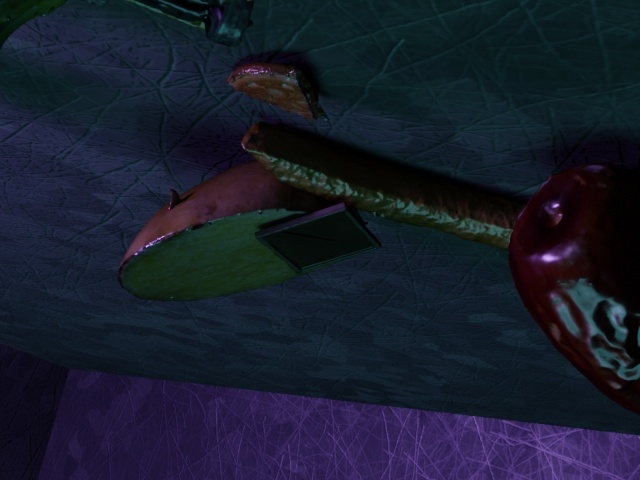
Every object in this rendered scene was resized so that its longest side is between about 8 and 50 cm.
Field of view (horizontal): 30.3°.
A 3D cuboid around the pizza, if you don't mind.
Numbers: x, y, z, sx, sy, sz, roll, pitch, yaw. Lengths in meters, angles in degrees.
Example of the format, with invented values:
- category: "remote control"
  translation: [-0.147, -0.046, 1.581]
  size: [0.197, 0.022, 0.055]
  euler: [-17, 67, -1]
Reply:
- category: "pizza"
  translation: [-0.047, -0.153, 1.141]
  size: [0.099, 0.029, 0.100]
  euler: [16, 164, 22]

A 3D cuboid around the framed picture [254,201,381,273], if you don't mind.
- category: "framed picture"
  translation: [0.000, 0.000, 1.356]
  size: [0.109, 0.011, 0.149]
  euler: [-18, 158, 12]

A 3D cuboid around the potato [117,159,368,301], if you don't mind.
- category: "potato"
  translation: [-0.100, -0.025, 1.393]
  size: [0.299, 0.116, 0.239]
  euler: [-16, 163, 4]

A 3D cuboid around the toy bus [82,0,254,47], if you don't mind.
- category: "toy bus"
  translation: [-0.052, -0.227, 0.703]
  size: [0.121, 0.123, 0.335]
  euler: [17, 164, -17]

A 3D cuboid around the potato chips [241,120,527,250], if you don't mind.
- category: "potato chips"
  translation: [0.106, -0.050, 1.309]
  size: [0.407, 0.057, 0.080]
  euler: [16, 151, -7]

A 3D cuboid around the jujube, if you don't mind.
- category: "jujube"
  translation: [0.335, 0.053, 1.191]
  size: [0.318, 0.223, 0.223]
  euler: [33, 157, -26]

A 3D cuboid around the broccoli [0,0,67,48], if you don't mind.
- category: "broccoli"
  translation: [-0.303, -0.189, 1.001]
  size: [0.194, 0.194, 0.220]
  euler: [22, -168, -27]
